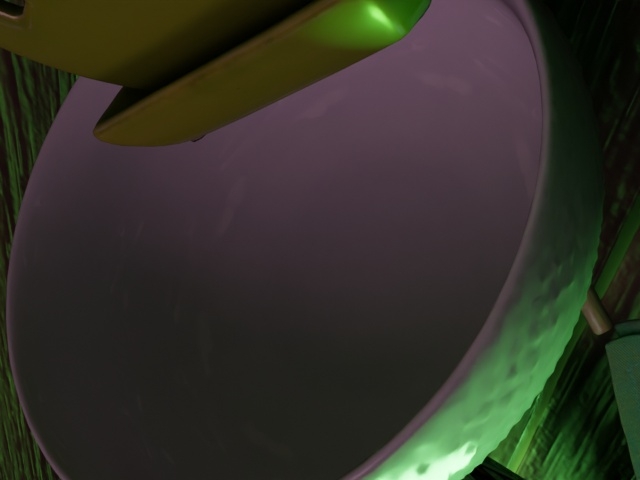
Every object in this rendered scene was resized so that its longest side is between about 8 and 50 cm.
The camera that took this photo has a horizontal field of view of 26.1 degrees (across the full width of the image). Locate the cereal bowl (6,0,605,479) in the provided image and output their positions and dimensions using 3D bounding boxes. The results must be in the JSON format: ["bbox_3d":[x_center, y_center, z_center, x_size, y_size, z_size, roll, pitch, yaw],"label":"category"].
[{"bbox_3d":[0.000,0.000,0.726,0.339,0.339,0.141,6,164,38],"label":"cereal bowl"}]

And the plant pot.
[{"bbox_3d":[-0.048,-0.177,0.561,0.207,0.227,0.228,45,145,-21],"label":"plant pot"}]

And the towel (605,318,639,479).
[{"bbox_3d":[0.306,0.153,0.639,0.370,0.040,0.272,-13,86,51],"label":"towel"}]

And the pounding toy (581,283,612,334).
[{"bbox_3d":[0.075,0.027,0.819,0.181,0.094,0.206,34,131,38],"label":"pounding toy"}]

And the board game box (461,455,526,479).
[{"bbox_3d":[0.166,0.231,0.918,0.305,0.053,0.193,35,-172,-36],"label":"board game box"}]
